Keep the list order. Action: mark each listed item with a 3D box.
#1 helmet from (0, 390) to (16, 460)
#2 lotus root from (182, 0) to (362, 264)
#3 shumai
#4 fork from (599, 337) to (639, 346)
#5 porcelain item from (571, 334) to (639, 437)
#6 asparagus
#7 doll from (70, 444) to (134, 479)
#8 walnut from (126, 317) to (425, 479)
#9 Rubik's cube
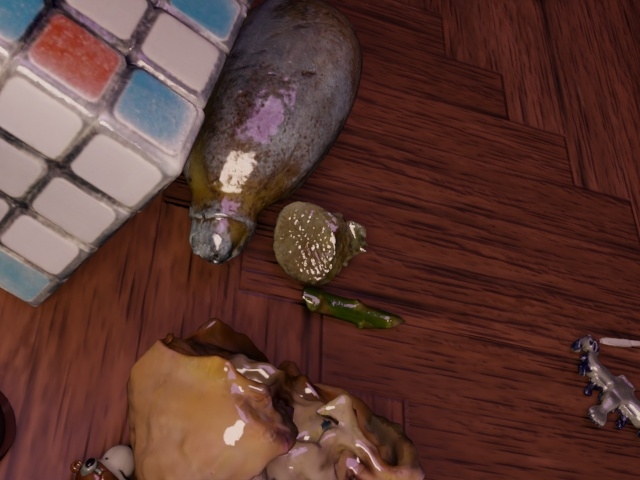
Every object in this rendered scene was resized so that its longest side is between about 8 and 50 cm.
[{"bbox_3d":[-0.277,0.131,0.602,0.123,0.070,0.098,-33,75,-36],"label":"helmet"},{"bbox_3d":[-0.059,-0.125,0.824,0.158,0.140,0.322,8,49,18],"label":"lotus root"},{"bbox_3d":[0.000,0.000,0.837,0.083,0.082,0.080,54,15,10],"label":"shumai"},{"bbox_3d":[0.359,0.115,0.941,0.115,0.012,0.016,8,48,-18],"label":"fork"},{"bbox_3d":[0.299,0.166,0.870,0.075,0.021,0.136,-31,73,-37],"label":"porcelain item"},{"bbox_3d":[0.031,0.068,0.818,0.108,0.021,0.025,17,56,-14],"label":"asparagus"},{"bbox_3d":[-0.148,0.193,0.641,0.058,0.040,0.085,-24,69,-46],"label":"doll"},{"bbox_3d":[-0.056,0.149,0.628,0.238,0.141,0.204,30,0,-42],"label":"walnut"},{"bbox_3d":[-0.232,-0.146,0.666,0.256,0.259,0.253,34,48,-20],"label":"Rubik's cube"}]
